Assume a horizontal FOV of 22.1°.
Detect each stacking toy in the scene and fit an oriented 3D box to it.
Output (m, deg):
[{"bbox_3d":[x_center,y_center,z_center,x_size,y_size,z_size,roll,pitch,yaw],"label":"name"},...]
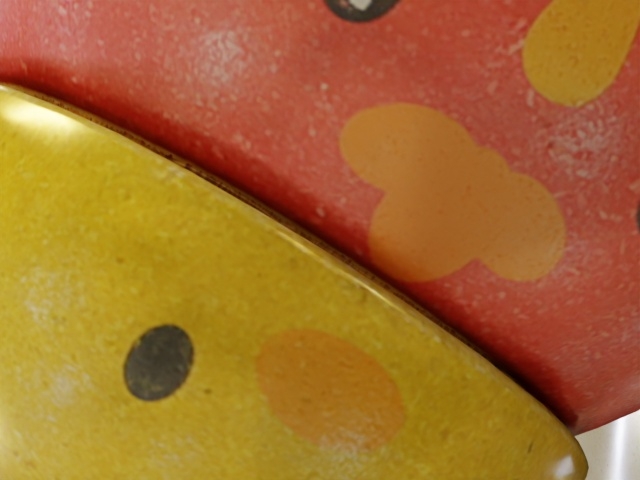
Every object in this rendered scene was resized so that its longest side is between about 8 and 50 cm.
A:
[{"bbox_3d":[0.000,0.000,0.471,0.350,0.350,0.480,31,-99,-16],"label":"stacking toy"}]

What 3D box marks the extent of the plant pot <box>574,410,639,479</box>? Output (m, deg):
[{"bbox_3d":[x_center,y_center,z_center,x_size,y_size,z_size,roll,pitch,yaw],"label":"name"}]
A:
[{"bbox_3d":[0.232,0.037,0.811,0.256,0.256,0.274,-7,-58,8],"label":"plant pot"}]
